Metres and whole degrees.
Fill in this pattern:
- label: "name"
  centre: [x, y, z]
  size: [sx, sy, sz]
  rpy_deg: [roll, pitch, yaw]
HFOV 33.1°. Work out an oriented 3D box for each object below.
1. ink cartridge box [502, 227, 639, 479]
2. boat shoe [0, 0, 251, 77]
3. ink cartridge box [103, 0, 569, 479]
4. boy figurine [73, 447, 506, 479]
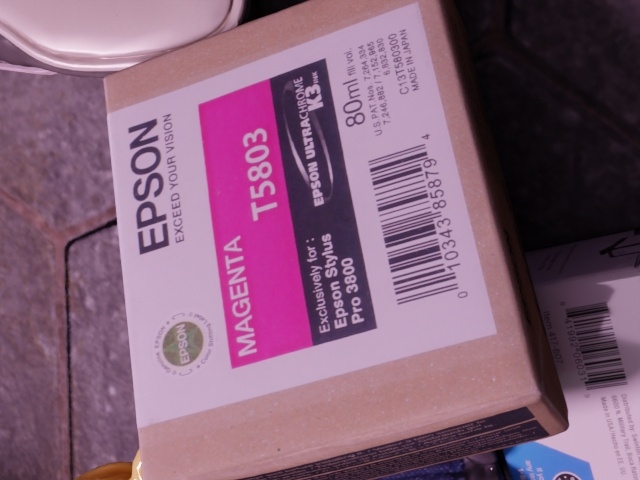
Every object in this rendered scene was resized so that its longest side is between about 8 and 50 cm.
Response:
- label: "ink cartridge box"
  centre: [0.195, 0.069, 0.564]
  size: [0.203, 0.086, 0.148]
  rpy_deg: [-12, 100, 24]
- label: "boat shoe"
  centre: [-0.190, -0.159, 0.658]
  size: [0.335, 0.095, 0.112]
  rpy_deg: [6, 97, 15]
- label: "ink cartridge box"
  centre: [0.000, 0.000, 0.545]
  size: [0.193, 0.088, 0.234]
  rpy_deg: [-17, 66, 14]
- label: "boy figurine"
  centre: [-0.039, 0.140, 0.615]
  size: [0.285, 0.092, 0.177]
  rpy_deg: [-13, 99, 7]
